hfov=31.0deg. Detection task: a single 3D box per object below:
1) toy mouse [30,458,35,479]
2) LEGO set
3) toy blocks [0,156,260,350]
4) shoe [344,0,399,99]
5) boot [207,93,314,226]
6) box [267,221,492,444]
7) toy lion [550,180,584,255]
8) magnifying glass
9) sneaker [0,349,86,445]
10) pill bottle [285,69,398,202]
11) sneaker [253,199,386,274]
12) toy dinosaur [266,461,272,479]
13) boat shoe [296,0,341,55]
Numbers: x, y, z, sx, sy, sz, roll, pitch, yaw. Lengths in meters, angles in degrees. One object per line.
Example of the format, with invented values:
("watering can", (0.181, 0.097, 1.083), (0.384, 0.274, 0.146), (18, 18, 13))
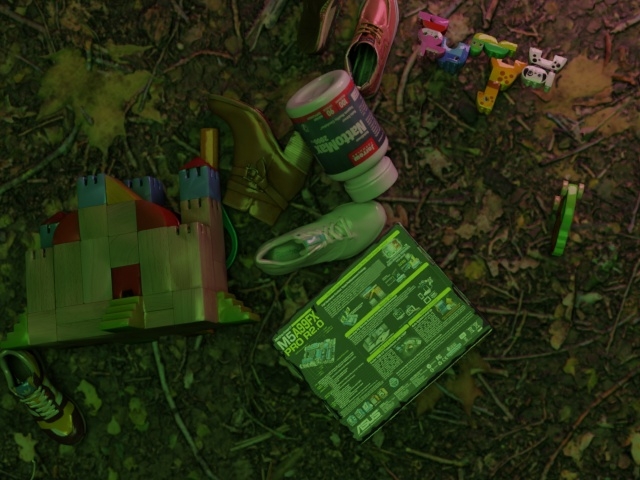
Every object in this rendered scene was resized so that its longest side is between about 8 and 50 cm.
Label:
("toy mouse", (-0.438, 0.411, 1.803), (0.161, 0.031, 0.143), (-9, 88, 6))
("LEGO set", (0.238, -0.248, 1.716), (0.227, 0.087, 0.093), (19, 76, 6))
("toy blocks", (-0.294, 0.015, 1.731), (0.381, 0.191, 0.261), (-9, 78, 17))
("shoe", (0.078, -0.304, 1.740), (0.063, 0.081, 0.178), (12, 90, 6))
("boot", (-0.116, -0.125, 1.763), (0.197, 0.073, 0.152), (30, 96, 8))
("box", (0.090, 0.139, 1.740), (0.270, 0.060, 0.216), (-42, 84, 3))
("toy lion", (0.358, -0.028, 1.697), (0.034, 0.100, 0.096), (12, 71, 4))
("magnifying glass", (-0.172, -0.058, 1.792), (0.092, 0.026, 0.231), (0, 90, 6))
("sneaker", (-0.436, 0.242, 1.781), (0.069, 0.084, 0.185), (-39, 85, 4))
("pill bottle", (0.037, -0.150, 1.705), (0.108, 0.108, 0.180), (-33, 112, 4))
("sneaker", (0.000, 0.000, 1.735), (0.212, 0.094, 0.080), (-24, 85, 5))
("toy dinosaur", (-0.048, 0.451, 1.755), (0.112, 0.064, 0.211), (-44, 94, -14))
("boat shoe", (0.003, -0.358, 1.766), (0.056, 0.049, 0.152), (21, 95, 25))
